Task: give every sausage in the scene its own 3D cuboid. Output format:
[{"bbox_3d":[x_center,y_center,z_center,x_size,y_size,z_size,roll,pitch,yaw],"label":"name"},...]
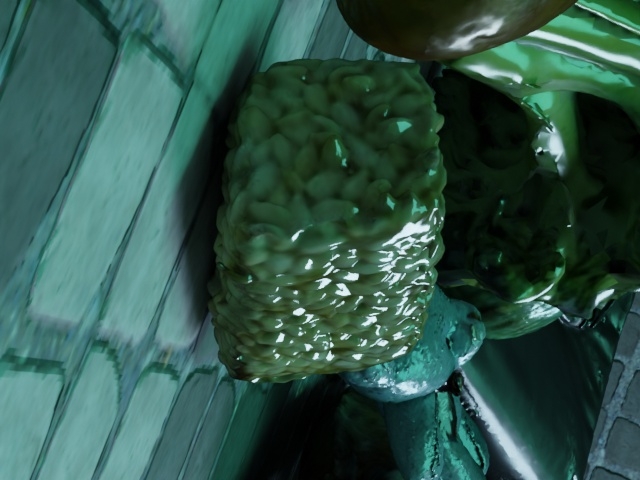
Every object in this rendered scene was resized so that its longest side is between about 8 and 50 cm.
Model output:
[{"bbox_3d":[0.076,-0.143,0.730,0.270,0.109,0.109,-52,161,-57],"label":"sausage"}]

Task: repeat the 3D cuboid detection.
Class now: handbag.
[{"bbox_3d":[0.142,0.052,1.422,0.275,0.088,0.244,52,50,-44],"label":"handbag"}]

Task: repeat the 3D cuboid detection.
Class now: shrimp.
[{"bbox_3d":[0.037,0.188,1.150,0.446,0.110,0.221,25,55,-79],"label":"shrimp"}]

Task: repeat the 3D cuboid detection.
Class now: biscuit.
[{"bbox_3d":[0.000,0.000,0.669,0.168,0.082,0.070,92,-6,-66],"label":"biscuit"}]

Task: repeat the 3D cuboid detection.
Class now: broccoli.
[{"bbox_3d":[0.171,-0.128,1.078,0.375,0.302,0.249,-43,-148,33],"label":"broccoli"}]

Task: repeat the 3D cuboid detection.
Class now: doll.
[{"bbox_3d":[0.058,0.068,0.989,0.180,0.075,0.120,50,19,-33],"label":"doll"}]

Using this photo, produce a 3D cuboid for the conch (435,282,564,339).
[{"bbox_3d":[0.141,-0.044,1.267,0.122,0.176,0.188,74,-2,-71],"label":"conch"}]
